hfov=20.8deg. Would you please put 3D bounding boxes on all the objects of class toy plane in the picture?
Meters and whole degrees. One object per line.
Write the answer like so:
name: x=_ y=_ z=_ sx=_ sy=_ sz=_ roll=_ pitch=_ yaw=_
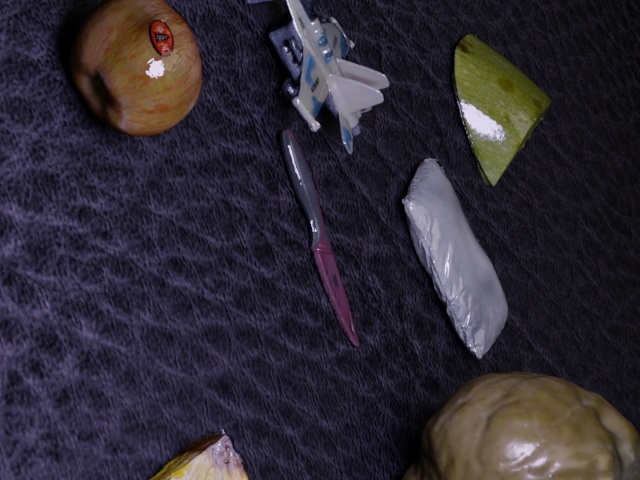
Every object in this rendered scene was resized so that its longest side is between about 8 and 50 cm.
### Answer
toy plane: x=-0.024 y=-0.218 z=1.837 sx=0.262 sy=0.088 sz=0.192 roll=51 pitch=31 yaw=-19

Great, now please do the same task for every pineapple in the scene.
pineapple: x=-0.102 y=0.219 z=1.516 sx=0.137 sy=0.069 sz=0.116 roll=35 pitch=50 yaw=-47

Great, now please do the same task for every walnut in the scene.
walnut: x=0.213 y=0.287 z=1.840 sx=0.253 sy=0.282 sz=0.277 roll=45 pitch=24 yaw=30

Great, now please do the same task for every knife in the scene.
knife: x=0.000 y=0.000 z=1.836 sx=0.035 sy=0.018 sz=0.247 roll=-36 pitch=110 yaw=-61

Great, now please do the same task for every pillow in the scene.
pillow: x=0.161 y=0.020 z=2.067 sx=0.229 sy=0.051 sz=0.128 roll=64 pitch=29 yaw=-15

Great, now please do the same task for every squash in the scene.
squash: x=0.246 y=-0.188 z=2.268 sx=0.184 sy=0.085 sz=0.192 roll=66 pitch=30 yaw=-18

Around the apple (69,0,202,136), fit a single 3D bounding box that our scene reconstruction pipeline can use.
apple: x=-0.164 y=-0.154 z=1.533 sx=0.102 sy=0.126 sz=0.126 roll=-35 pitch=112 yaw=-23
